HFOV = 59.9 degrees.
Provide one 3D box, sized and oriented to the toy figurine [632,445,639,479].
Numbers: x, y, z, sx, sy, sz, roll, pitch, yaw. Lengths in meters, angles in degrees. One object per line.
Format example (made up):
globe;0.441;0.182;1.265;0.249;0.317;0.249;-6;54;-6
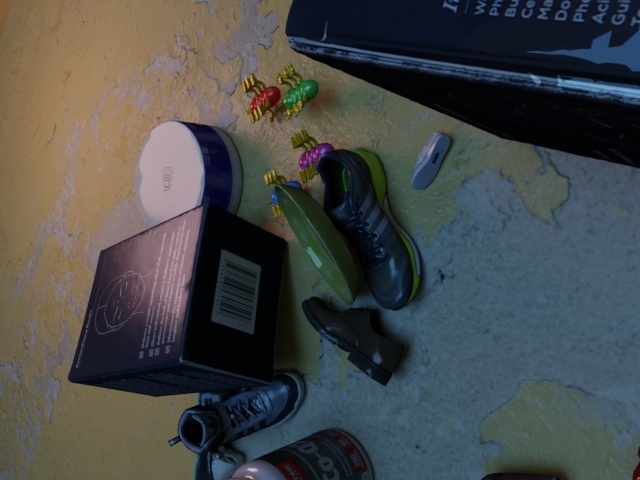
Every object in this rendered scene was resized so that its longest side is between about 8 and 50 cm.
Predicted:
toy figurine;0.457;0.274;0.585;0.209;0.148;0.213;43;116;31

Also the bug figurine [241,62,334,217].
bug figurine;-0.060;-0.193;1.050;0.216;0.072;0.279;-18;84;52

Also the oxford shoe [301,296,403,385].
oxford shoe;0.058;0.153;0.978;0.227;0.083;0.096;33;88;37

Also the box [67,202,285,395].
box;-0.286;0.141;1.111;0.395;0.212;0.294;-17;58;39

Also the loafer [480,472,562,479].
loafer;0.331;0.472;0.702;0.130;0.133;0.366;-39;67;34

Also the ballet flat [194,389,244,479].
ballet flat;-0.218;0.440;1.196;0.096;0.095;0.281;0;91;25

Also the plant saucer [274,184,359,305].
plant saucer;0.000;0.000;0.945;0.037;0.241;0.241;-33;63;-9

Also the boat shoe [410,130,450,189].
boat shoe;0.173;-0.130;0.897;0.100;0.035;0.035;-66;27;24

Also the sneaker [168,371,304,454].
sneaker;-0.163;0.339;1.069;0.268;0.153;0.101;-30;74;14

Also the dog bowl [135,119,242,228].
dog bowl;-0.301;-0.132;1.245;0.264;0.104;0.265;0;91;40

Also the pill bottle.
pill bottle;-0.053;0.431;0.927;0.161;0.283;0.161;1;91;40

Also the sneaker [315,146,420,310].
sneaker;0.066;-0.022;0.926;0.111;0.121;0.300;-34;69;36

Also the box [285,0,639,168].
box;0.318;-0.216;0.480;0.471;0.479;0.298;22;103;37
